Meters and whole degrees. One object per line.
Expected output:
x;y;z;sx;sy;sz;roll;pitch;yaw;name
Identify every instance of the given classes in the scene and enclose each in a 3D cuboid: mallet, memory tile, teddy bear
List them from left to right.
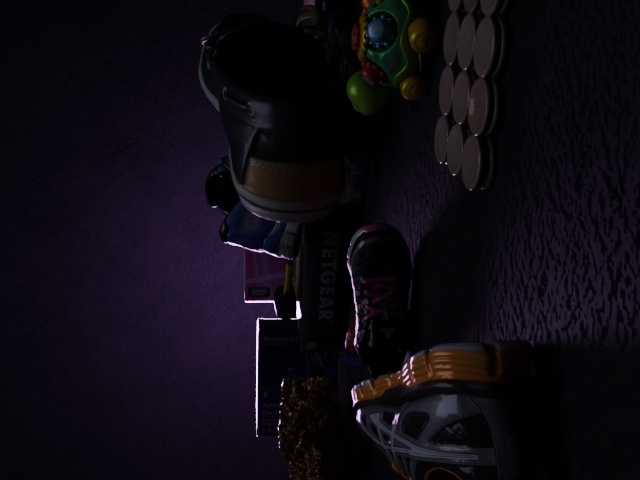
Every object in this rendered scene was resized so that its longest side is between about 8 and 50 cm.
-0.051;0.048;1.103;0.062;0.039;0.189;-99;14;-51;mallet
0.013;0.335;1.014;0.245;0.113;0.337;-85;-9;-58;teddy bear
0.102;-0.115;0.452;0.113;0.012;0.148;-106;17;-70;memory tile

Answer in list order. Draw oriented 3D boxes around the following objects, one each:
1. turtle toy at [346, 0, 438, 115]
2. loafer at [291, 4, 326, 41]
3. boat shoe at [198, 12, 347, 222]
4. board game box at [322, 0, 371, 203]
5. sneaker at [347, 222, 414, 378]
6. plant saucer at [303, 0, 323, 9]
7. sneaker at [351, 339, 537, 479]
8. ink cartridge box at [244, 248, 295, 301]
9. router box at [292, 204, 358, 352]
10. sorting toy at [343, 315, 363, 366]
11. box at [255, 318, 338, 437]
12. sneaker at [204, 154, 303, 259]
0.060;-0.169;0.602;0.130;0.066;0.095;96;172;-47;turtle toy
-0.019;-0.337;1.081;0.148;0.050;0.056;167;100;-69;loafer
-0.066;-0.220;0.893;0.500;0.187;0.156;-107;19;-52;boat shoe
0.032;-0.228;1.018;0.346;0.056;0.208;-98;14;-56;board game box
0.060;0.065;0.634;0.074;0.063;0.170;-98;5;-57;sneaker
-0.004;-0.428;1.373;0.310;0.050;0.310;179;90;-85;plant saucer
0.071;0.123;0.420;0.215;0.084;0.083;106;158;-68;sneaker
-0.072;-0.054;1.402;0.069;0.176;0.370;122;147;-79;ink cartridge box
0.000;0.000;1.149;0.243;0.081;0.308;-100;11;-57;router box
0.056;0.128;0.834;0.102;0.042;0.061;64;-141;-75;sorting toy
-0.047;0.257;1.269;0.108;0.153;0.207;-135;45;-82;box
-0.101;-0.114;1.031;0.330;0.147;0.129;-94;12;-46;sneaker
